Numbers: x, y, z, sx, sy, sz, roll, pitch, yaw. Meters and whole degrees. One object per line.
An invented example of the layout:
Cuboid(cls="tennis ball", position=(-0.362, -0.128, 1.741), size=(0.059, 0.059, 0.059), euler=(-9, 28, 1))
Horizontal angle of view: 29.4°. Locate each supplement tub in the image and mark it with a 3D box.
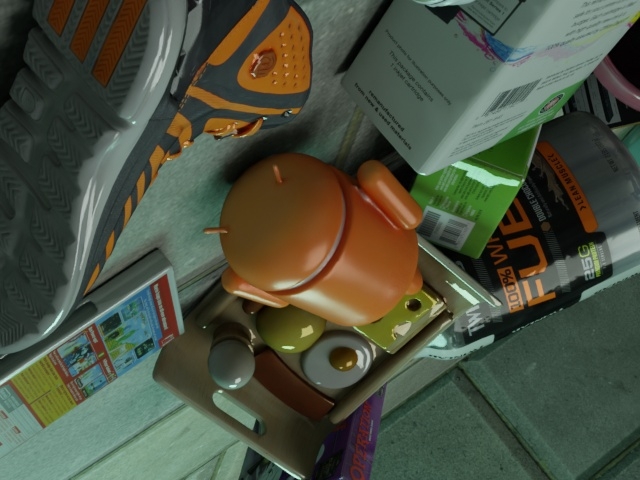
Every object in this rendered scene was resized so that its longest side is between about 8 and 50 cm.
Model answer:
Cuboid(cls="supplement tub", position=(0.197, 0.005, 1.407), size=(0.338, 0.207, 0.207), euler=(-25, 164, -5))

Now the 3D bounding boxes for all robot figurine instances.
Cuboid(cls="robot figurine", position=(0.001, -0.002, 1.077), size=(0.219, 0.158, 0.128), euler=(27, 73, -46))

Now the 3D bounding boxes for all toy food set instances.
Cuboid(cls="toy food set", position=(0.006, 0.097, 1.251), size=(0.306, 0.220, 0.092), euler=(-44, -158, 22))

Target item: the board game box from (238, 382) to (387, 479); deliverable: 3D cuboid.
Cuboid(cls="board game box", position=(-0.004, 0.206, 1.488), size=(0.208, 0.056, 0.346), euler=(-31, -154, 31))

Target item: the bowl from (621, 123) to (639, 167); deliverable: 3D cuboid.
Cuboid(cls="bowl", position=(0.637, -0.154, 2.133), size=(0.312, 0.163, 0.311), euler=(-35, 165, -11))

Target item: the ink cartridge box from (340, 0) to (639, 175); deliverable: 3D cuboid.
Cuboid(cls="ink cartridge box", position=(0.172, -0.201, 0.972), size=(0.201, 0.117, 0.278), euler=(-25, 159, -43))

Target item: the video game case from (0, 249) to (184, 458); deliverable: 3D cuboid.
Cuboid(cls="video game case", position=(-0.253, 0.128, 1.126), size=(0.285, 0.025, 0.204), euler=(-34, 164, -15))

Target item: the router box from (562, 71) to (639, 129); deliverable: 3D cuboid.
Cuboid(cls="router box", position=(0.473, -0.207, 1.540), size=(0.243, 0.081, 0.309), euler=(-12, -176, 37))

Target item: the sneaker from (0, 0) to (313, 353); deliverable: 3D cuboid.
Cuboid(cls="sneaker", position=(-0.105, -0.056, 0.736), size=(0.180, 0.124, 0.321), euler=(-19, 156, -49))

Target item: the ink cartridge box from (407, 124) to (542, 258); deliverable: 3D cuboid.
Cuboid(cls="ink cartridge box", position=(0.171, -0.138, 1.242), size=(0.188, 0.097, 0.255), euler=(107, 3, -64))

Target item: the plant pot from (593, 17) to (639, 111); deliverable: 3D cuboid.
Cuboid(cls="plant pot", position=(0.356, -0.220, 1.252), size=(0.201, 0.201, 0.180), euler=(-39, -179, 1))

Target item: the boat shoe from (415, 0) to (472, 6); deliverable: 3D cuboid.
Cuboid(cls="boat shoe", position=(0.137, -0.253, 0.769), size=(0.094, 0.109, 0.302), euler=(-18, 158, -48))
